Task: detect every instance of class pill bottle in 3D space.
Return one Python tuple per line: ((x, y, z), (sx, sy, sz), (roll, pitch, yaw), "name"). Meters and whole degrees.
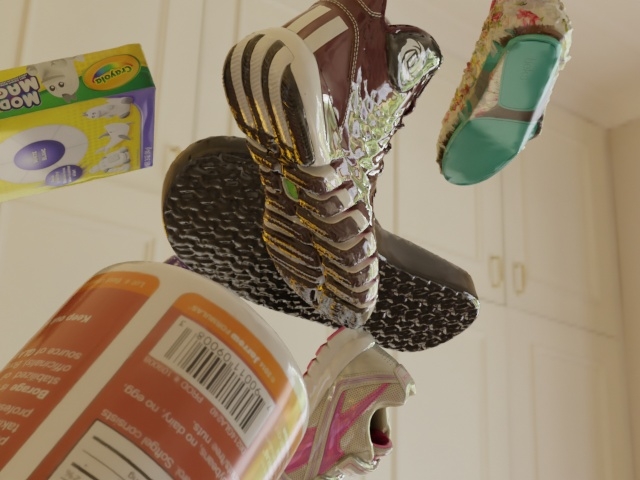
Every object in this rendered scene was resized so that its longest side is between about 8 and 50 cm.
((-0.103, 0.116, 0.387), (0.121, 0.216, 0.121), (19, -44, 19), "pill bottle")

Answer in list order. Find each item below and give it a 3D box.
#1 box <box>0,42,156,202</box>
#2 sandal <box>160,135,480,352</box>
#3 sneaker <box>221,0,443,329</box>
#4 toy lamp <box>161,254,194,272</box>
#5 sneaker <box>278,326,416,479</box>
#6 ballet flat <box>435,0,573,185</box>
((-0.202, -0.071, 0.676), (0.179, 0.043, 0.105), (-14, -24, -16), "box")
((-0.001, 0.002, 1.048), (0.168, 0.107, 0.446), (-32, -39, 24), "sandal")
((0.036, -0.064, 0.734), (0.106, 0.162, 0.281), (32, -28, 30), "sneaker")
((-0.250, 0.139, 1.285), (0.080, 0.274, 0.080), (37, -2, 1), "toy lamp")
((0.010, 0.211, 1.039), (0.111, 0.252, 0.103), (33, 19, 14), "sneaker")
((0.160, -0.137, 0.883), (0.091, 0.077, 0.241), (7, -29, -9), "ballet flat")
